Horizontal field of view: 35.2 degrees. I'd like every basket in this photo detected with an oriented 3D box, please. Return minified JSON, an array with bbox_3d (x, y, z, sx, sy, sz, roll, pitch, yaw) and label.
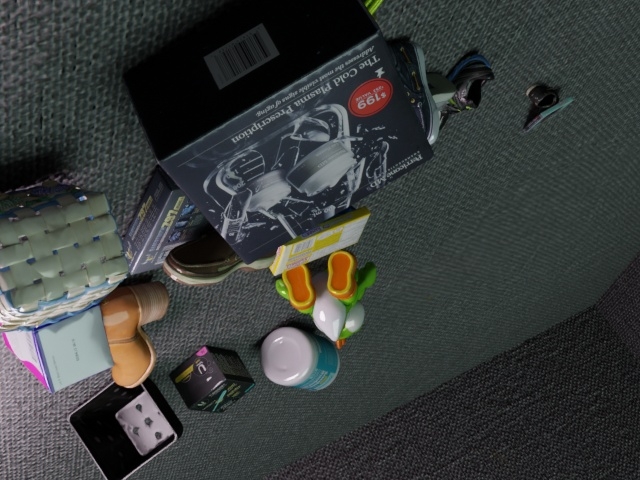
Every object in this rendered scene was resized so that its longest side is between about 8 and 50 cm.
[{"bbox_3d":[-0.419,0.024,1.480,0.254,0.201,0.289,-20,179,-35],"label":"basket"}]

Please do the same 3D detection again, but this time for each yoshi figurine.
[{"bbox_3d":[0.025,0.103,2.258,0.203,0.203,0.362,-52,160,-9],"label":"yoshi figurine"}]

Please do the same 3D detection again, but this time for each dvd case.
[{"bbox_3d":[0.519,-0.287,2.304,0.087,0.013,0.119,-29,175,-13],"label":"dvd case"}]

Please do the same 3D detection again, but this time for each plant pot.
[{"bbox_3d":[-0.412,0.411,2.254,0.187,0.188,0.167,-38,169,6],"label":"plant pot"}]

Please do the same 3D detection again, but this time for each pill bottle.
[{"bbox_3d":[-0.040,0.307,2.580,0.146,0.146,0.264,-39,157,10],"label":"pill bottle"}]

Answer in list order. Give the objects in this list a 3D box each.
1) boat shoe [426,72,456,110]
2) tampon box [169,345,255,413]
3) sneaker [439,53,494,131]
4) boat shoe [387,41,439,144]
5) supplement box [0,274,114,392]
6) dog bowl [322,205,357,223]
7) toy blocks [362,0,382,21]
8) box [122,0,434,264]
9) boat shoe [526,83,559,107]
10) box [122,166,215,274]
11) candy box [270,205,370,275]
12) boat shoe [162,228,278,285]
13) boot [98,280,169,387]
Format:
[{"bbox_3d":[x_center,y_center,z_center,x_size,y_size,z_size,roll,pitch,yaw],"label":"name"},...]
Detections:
[{"bbox_3d":[0.159,-0.251,1.844,0.227,0.079,0.081,-15,146,-45],"label":"boat shoe"},{"bbox_3d":[-0.254,0.331,2.393,0.120,0.101,0.161,-40,156,10],"label":"tampon box"},{"bbox_3d":[0.263,-0.272,1.944,0.067,0.078,0.188,-7,145,-48],"label":"sneaker"},{"bbox_3d":[0.142,-0.249,1.720,0.083,0.183,0.065,-9,174,-38],"label":"boat shoe"},{"bbox_3d":[-0.430,0.137,1.603,0.114,0.220,0.111,-23,117,-30],"label":"supplement box"},{"bbox_3d":[-0.031,-0.055,1.977,0.166,0.074,0.297,-37,158,7],"label":"dog bowl"},{"bbox_3d":[0.086,-0.398,1.488,0.123,0.054,0.148,-1,140,-51],"label":"toy blocks"},{"bbox_3d":[-0.050,-0.176,1.468,0.343,0.179,0.312,-30,147,4],"label":"box"},{"bbox_3d":[0.499,-0.313,2.234,0.049,0.042,0.133,-47,156,22],"label":"boat shoe"},{"bbox_3d":[-0.229,-0.047,1.742,0.183,0.059,0.233,-16,151,-40],"label":"box"},{"bbox_3d":[0.000,0.000,1.996,0.205,0.027,0.105,-22,156,-28],"label":"candy box"},{"bbox_3d":[-0.166,0.006,1.759,0.257,0.095,0.095,-16,140,-53],"label":"boat shoe"},{"bbox_3d":[-0.415,0.201,1.909,0.220,0.109,0.283,-16,149,-40],"label":"boot"}]
